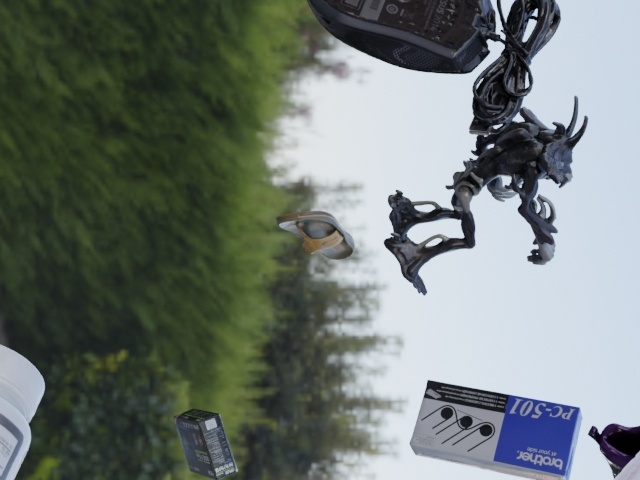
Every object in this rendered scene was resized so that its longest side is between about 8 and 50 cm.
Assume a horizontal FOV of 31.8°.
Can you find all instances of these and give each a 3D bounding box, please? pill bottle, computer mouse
[{"bbox_3d":[-0.570,0.342,1.720,0.204,0.204,0.361,101,5,-49],"label":"pill bottle"},{"bbox_3d":[0.102,-0.226,1.196,0.072,0.272,0.188,109,6,-64],"label":"computer mouse"}]

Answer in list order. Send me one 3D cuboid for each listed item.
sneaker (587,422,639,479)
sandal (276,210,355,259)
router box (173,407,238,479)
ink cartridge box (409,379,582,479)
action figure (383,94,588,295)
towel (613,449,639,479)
[{"bbox_3d":[0.386,0.217,1.140,0.224,0.098,0.083,-15,-139,38],"label":"sneaker"},{"bbox_3d":[0.000,0.000,1.669,0.180,0.072,0.049,38,42,-54],"label":"sandal"},{"bbox_3d":[-0.175,0.306,1.699,0.122,0.038,0.092,-9,-81,64],"label":"router box"},{"bbox_3d":[0.230,0.251,1.476,0.046,0.207,0.097,62,42,-55],"label":"ink cartridge box"},{"bbox_3d":[0.212,-0.054,1.337,0.141,0.276,0.164,44,22,-36],"label":"action figure"},{"bbox_3d":[0.367,0.185,0.892,0.199,0.275,0.031,-10,86,-61],"label":"towel"}]
